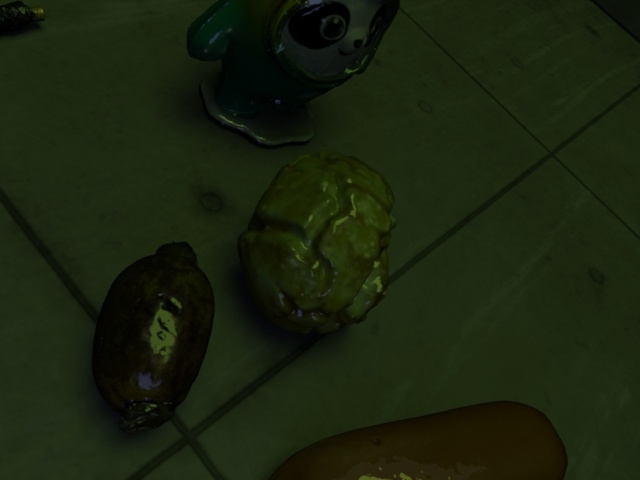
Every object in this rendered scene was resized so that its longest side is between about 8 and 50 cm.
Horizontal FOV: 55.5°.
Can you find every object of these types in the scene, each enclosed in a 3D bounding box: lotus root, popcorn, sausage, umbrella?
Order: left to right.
[{"bbox_3d":[-0.435,-0.290,0.800,0.144,0.037,0.040,-27,59,-39],"label":"umbrella"},{"bbox_3d":[-0.164,0.084,0.605,0.120,0.120,0.209,17,51,-19],"label":"lotus root"},{"bbox_3d":[0.000,0.000,0.722,0.184,0.204,0.221,22,62,-14],"label":"popcorn"},{"bbox_3d":[0.105,0.253,0.640,0.354,0.116,0.134,-5,68,-29],"label":"sausage"}]

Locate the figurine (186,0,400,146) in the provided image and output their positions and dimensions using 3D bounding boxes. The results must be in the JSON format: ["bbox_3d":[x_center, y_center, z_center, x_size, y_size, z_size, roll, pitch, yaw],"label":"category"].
[{"bbox_3d":[-0.030,-0.311,0.846,0.324,0.340,0.231,-14,63,-39],"label":"figurine"}]
